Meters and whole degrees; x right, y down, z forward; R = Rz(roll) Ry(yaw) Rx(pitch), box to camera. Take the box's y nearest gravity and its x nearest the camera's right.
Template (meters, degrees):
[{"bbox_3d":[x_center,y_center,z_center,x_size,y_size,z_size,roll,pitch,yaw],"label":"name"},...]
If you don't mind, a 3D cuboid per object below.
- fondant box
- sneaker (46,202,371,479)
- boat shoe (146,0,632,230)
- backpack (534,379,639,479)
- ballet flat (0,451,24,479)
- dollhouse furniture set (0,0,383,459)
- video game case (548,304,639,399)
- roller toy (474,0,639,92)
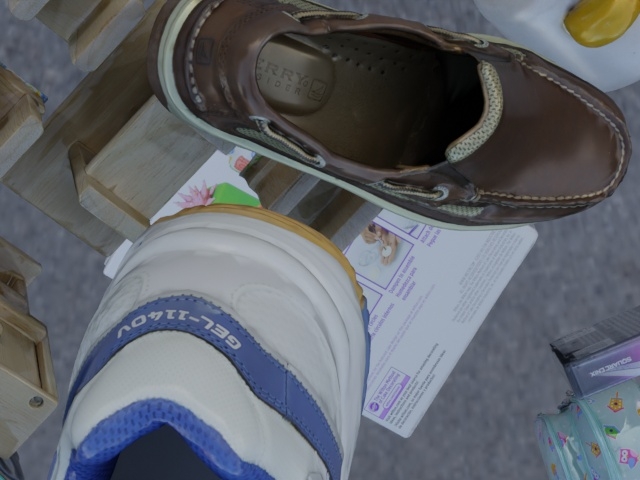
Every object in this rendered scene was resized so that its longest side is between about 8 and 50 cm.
[{"bbox_3d":[0.000,0.000,1.600,0.330,0.096,0.238,29,105,-9],"label":"fondant box"},{"bbox_3d":[-0.048,0.142,0.528,0.112,0.131,0.296,3,113,10],"label":"sneaker"},{"bbox_3d":[0.052,-0.052,0.775,0.257,0.095,0.095,8,95,-32],"label":"boat shoe"},{"bbox_3d":[0.332,0.246,1.983,0.144,0.166,0.188,-15,170,-11],"label":"backpack"},{"bbox_3d":[-0.355,0.185,1.675,0.074,0.074,0.203,-22,133,15],"label":"ballet flat"},{"bbox_3d":[-0.131,-0.034,0.903,0.212,0.161,0.242,38,103,-28],"label":"dollhouse furniture set"},{"bbox_3d":[0.271,0.025,1.033,0.274,0.196,0.026,-22,88,5],"label":"video game case"},{"bbox_3d":[0.229,-0.234,1.463,0.146,0.209,0.191,37,155,-29],"label":"roller toy"}]
